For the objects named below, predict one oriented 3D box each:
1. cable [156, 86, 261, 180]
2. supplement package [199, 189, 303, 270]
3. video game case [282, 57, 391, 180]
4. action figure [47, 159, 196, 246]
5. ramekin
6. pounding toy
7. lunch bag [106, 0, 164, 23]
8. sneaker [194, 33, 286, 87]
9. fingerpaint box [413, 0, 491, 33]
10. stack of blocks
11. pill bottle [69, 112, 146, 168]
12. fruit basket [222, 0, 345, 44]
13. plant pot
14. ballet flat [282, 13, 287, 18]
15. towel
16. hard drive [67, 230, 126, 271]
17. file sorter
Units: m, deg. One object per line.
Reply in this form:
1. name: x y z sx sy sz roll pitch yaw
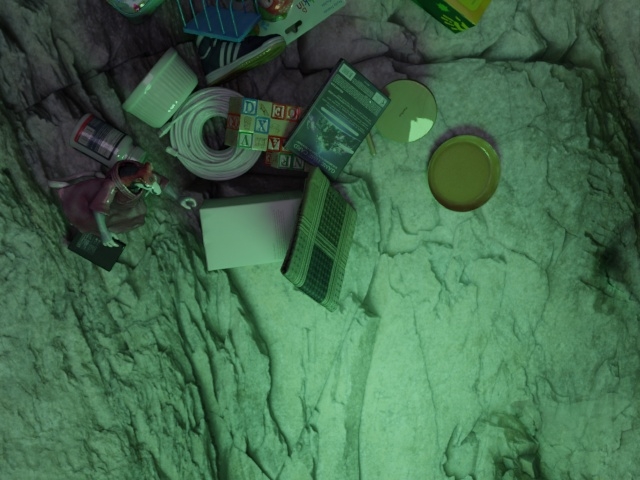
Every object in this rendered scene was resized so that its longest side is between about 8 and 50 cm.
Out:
1. cable: -0.289 -0.297 1.523 0.257 0.089 0.257 41 93 -14
2. supplement package: -0.183 -0.036 1.545 0.292 0.175 0.178 -6 104 -6
3. video game case: 0.047 -0.321 1.471 0.196 0.026 0.274 29 102 -36
4. action figure: -0.512 -0.137 1.413 0.248 0.370 0.276 -29 89 -42
5. ramekin: -0.416 -0.396 1.430 0.109 0.207 0.207 39 94 -23
6. pounding toy: 0.225 -0.379 1.581 0.236 0.110 0.183 -19 113 25
7. lunch bag: -0.509 -0.732 1.390 0.224 0.108 0.279 -44 104 3
8. sneaker: -0.224 -0.522 1.422 0.282 0.099 0.153 -13 100 37
9. fingerpaint box: 0.371 -0.863 1.453 0.370 0.163 0.445 31 96 -13
10. stack of blocks: -0.107 -0.286 1.487 0.296 0.087 0.171 1 103 -34
11. pill bottle: -0.577 -0.257 1.481 0.180 0.108 0.108 31 96 -13
12. fruit basket: -0.149 -0.676 1.368 0.326 0.165 0.353 -17 107 39
13. plant pot: 0.438 -0.205 1.668 0.236 0.032 0.237 -1 102 -7
14. ballet flat: -0.087 -0.716 1.466 0.077 0.077 0.231 -8 102 -12
15. towel: 0.000 0.000 1.501 0.056 0.312 0.325 3 68 29
16. hard drive: -0.649 0.019 1.573 0.135 0.022 0.094 33 96 -13
17. file sorter: -0.255 -0.584 1.351 0.170 0.105 0.118 18 56 19
